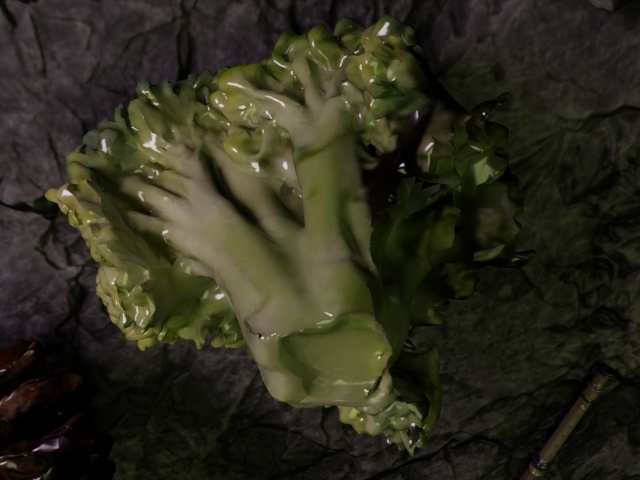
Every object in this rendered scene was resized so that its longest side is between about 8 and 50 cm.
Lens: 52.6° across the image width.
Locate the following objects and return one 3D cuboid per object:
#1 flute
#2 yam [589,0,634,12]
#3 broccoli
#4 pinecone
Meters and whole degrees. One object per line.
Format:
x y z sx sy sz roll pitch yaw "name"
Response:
0.299 0.249 0.815 0.027 0.027 0.233 14 116 -19 "flute"
0.320 -0.264 0.509 0.252 0.061 0.061 -32 121 6 "yam"
-0.007 -0.007 0.455 0.347 0.281 0.294 16 115 -20 "broccoli"
-0.312 0.203 0.536 0.298 0.242 0.296 10 108 -16 "pinecone"
